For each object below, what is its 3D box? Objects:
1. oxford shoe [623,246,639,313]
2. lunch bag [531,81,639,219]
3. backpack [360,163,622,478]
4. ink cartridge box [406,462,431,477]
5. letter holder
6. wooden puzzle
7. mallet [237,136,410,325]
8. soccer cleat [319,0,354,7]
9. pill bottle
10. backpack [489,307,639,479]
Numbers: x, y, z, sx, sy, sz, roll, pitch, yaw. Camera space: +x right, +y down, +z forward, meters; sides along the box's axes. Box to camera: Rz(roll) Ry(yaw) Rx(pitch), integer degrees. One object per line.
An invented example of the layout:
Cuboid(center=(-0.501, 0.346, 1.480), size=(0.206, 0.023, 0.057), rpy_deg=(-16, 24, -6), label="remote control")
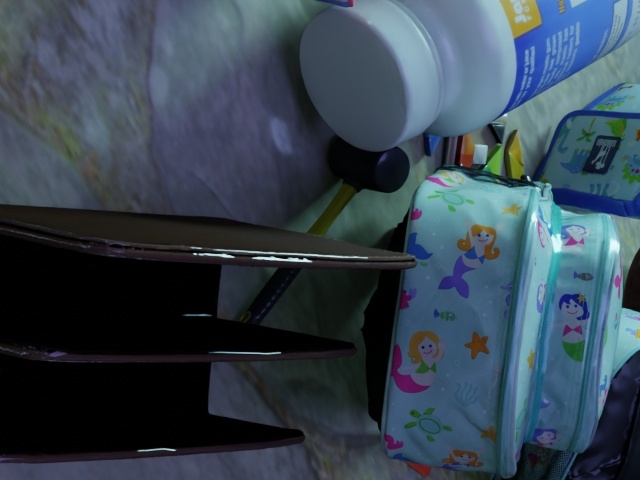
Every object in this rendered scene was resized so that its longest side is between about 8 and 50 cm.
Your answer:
Cuboid(center=(0.334, 0.168, 1.779), size=(0.130, 0.123, 0.348), rpy_deg=(9, 91, -49), label="oxford shoe")
Cuboid(center=(0.266, -0.068, 1.674), size=(0.151, 0.129, 0.096), rpy_deg=(-37, 118, -31), label="lunch bag")
Cuboid(center=(0.121, 0.060, 1.452), size=(0.253, 0.191, 0.225), rpy_deg=(-9, 107, -77), label="backpack")
Cuboid(center=(0.102, 0.132, 1.619), size=(0.063, 0.029, 0.115), rpy_deg=(39, 69, -39), label="ink cartridge box")
Cuboid(center=(-0.102, 0.064, 1.273), size=(0.302, 0.214, 0.152), rpy_deg=(3, 94, -50), label="letter holder")
Cuboid(center=(0.128, -0.072, 1.626), size=(0.116, 0.014, 0.078), rpy_deg=(-9, 102, -41), label="wooden puzzle")
Cuboid(center=(0.000, 0.000, 1.485), size=(0.039, 0.062, 0.189), rpy_deg=(48, 65, -37), label="mallet")
Cuboid(center=(0.067, -0.282, 1.450), size=(0.318, 0.116, 0.108), rpy_deg=(-45, 153, -27), label="soccer cleat")
Cuboid(center=(0.118, -0.170, 1.507), size=(0.272, 0.152, 0.152), rpy_deg=(-31, 116, -36), label="pill bottle")
Cuboid(center=(0.233, 0.146, 1.656), size=(0.166, 0.144, 0.188), rpy_deg=(12, 111, -41), label="backpack")
